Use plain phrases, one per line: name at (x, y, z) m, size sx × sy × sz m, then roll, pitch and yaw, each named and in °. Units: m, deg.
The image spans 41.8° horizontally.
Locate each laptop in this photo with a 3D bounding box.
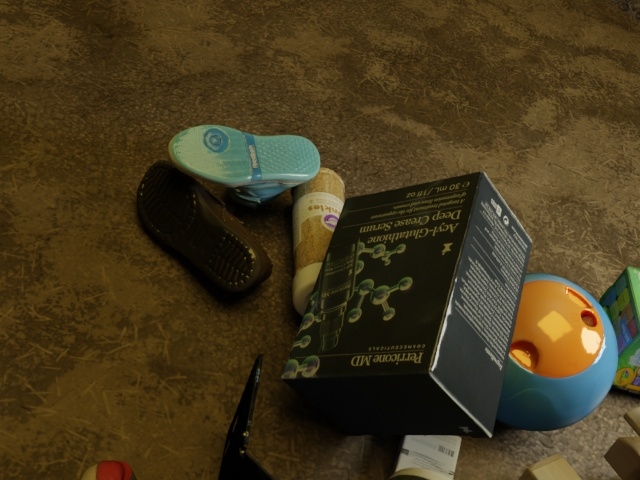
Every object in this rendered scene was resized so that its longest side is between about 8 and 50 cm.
laptop at (-0.075, 0.352, 1.252) m, size 0.137 × 0.234 × 0.264 m, roll 16°, pitch 43°, yaw -8°

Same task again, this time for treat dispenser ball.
treat dispenser ball at (0.394, 0.204, 1.541) m, size 0.288 × 0.288 × 0.288 m, roll 11°, pitch 44°, yaw -11°

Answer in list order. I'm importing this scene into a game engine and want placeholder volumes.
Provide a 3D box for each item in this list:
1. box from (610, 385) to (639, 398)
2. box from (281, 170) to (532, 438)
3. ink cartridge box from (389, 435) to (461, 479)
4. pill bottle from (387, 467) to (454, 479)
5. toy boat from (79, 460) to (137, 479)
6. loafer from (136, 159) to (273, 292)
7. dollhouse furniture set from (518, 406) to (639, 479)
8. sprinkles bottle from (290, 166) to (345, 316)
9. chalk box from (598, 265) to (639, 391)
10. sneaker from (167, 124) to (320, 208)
box at (0.696, 0.258, 1.783) m, size 0.191 × 0.045 × 0.184 m, roll 16°, pitch 46°, yaw -6°
box at (0.157, 0.114, 1.435) m, size 0.212 × 0.294 × 0.395 m, roll 46°, pitch 49°, yaw -35°
ink cartridge box at (0.177, 0.387, 1.443) m, size 0.099 × 0.056 × 0.135 m, roll 23°, pitch 43°, yaw 3°
pill bottle at (0.098, 0.501, 1.202) m, size 0.188 × 0.187 × 0.334 m, roll 35°, pitch 45°, yaw 14°
toy boat at (-0.249, 0.416, 1.166) m, size 0.151 × 0.151 × 0.231 m, roll -11°, pitch 50°, yaw -5°
loafer at (-0.231, -0.019, 1.668) m, size 0.366 × 0.133 × 0.130 m, roll 46°, pitch 12°, yaw 26°
dollhouse furniture set at (0.514, 0.431, 1.299) m, size 0.394 × 0.362 × 0.256 m, roll -12°, pitch 49°, yaw -29°
sprinkles bottle at (0.000, 0.000, 1.701) m, size 0.121 × 0.121 × 0.355 m, roll 10°, pitch 40°, yaw -12°
chalk box at (0.655, 0.184, 1.679) m, size 0.289 × 0.179 × 0.180 m, roll 14°, pitch 44°, yaw -7°
sneaker at (-0.182, -0.137, 1.717) m, size 0.319 × 0.208 × 0.127 m, roll 4°, pitch 71°, yaw -29°
